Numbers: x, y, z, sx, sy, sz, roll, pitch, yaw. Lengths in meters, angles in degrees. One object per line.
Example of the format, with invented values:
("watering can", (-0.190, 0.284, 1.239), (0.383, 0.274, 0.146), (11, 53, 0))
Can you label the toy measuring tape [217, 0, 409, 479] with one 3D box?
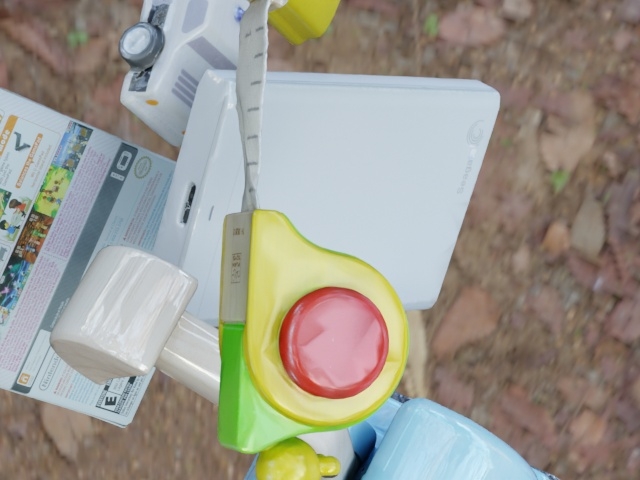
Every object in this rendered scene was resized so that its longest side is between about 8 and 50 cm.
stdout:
("toy measuring tape", (0.000, 0.000, 1.244), (0.121, 0.121, 0.330), (3, 88, -4))

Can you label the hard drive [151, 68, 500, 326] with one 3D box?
("hard drive", (0.005, -0.033, 1.578), (0.307, 0.203, 0.040), (-2, 26, -45))

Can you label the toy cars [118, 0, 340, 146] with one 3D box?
("toy cars", (-0.039, -0.219, 1.602), (0.087, 0.176, 0.393), (0, 27, 30))

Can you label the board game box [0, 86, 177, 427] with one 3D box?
("board game box", (-0.248, 0.000, 1.575), (0.303, 0.097, 0.224), (23, 92, -38))

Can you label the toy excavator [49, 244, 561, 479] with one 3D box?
("toy excavator", (0.016, 0.178, 1.548), (0.433, 0.445, 0.222), (26, 71, 8))
